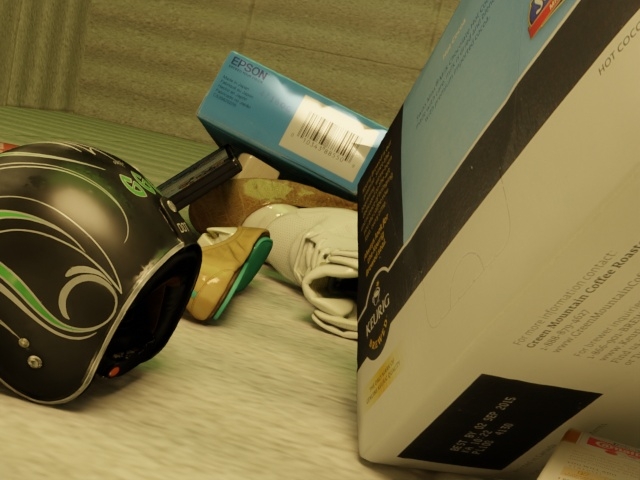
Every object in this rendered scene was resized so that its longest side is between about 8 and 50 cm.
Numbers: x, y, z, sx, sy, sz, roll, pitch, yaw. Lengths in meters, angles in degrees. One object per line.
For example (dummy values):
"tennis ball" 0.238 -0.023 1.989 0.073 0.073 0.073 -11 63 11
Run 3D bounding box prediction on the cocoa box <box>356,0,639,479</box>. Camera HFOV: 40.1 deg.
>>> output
"cocoa box" 0.180 -0.026 0.501 0.232 0.227 0.347 11 -37 -14

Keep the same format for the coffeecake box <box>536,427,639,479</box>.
"coffeecake box" 0.158 0.155 0.381 0.142 0.068 0.185 14 9 23

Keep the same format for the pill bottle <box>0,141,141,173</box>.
"pill bottle" -0.283 -0.029 0.817 0.216 0.121 0.121 9 9 -21

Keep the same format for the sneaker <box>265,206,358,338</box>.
"sneaker" 0.017 0.026 0.925 0.293 0.108 0.169 19 8 35

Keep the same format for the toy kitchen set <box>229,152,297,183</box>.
"toy kitchen set" -0.077 -0.035 1.298 0.207 0.122 0.166 30 -1 -27

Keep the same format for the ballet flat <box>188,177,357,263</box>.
"ballet flat" 0.000 0.000 1.156 0.343 0.116 0.124 13 27 -21

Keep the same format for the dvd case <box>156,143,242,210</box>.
"dvd case" -0.187 -0.064 1.142 0.180 0.022 0.253 -32 12 -1

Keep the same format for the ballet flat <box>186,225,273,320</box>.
"ballet flat" -0.100 0.017 0.874 0.073 0.080 0.232 31 9 0

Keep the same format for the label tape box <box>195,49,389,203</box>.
"label tape box" -0.031 -0.143 1.345 0.249 0.115 0.347 27 -2 5

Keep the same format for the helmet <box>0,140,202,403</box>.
"helmet" -0.179 0.017 0.580 0.162 0.169 0.169 31 12 9
